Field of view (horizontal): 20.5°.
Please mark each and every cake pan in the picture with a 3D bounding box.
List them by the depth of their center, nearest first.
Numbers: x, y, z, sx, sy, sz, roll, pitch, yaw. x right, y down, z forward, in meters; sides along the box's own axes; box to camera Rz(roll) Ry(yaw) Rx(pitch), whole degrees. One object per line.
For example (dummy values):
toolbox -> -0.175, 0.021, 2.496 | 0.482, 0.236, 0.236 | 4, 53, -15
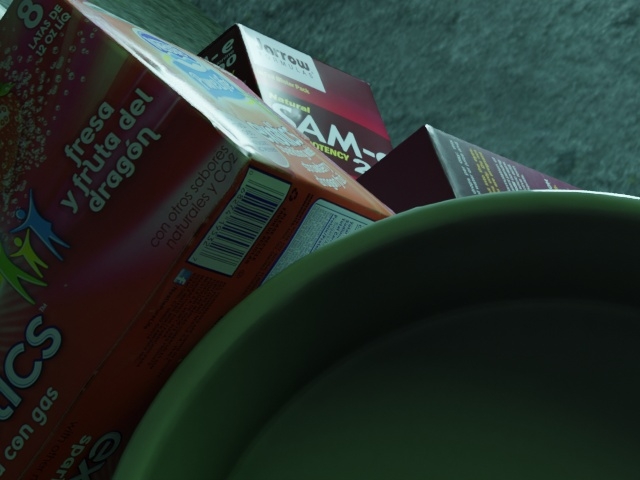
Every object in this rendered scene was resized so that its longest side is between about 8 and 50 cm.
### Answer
cake pan -> 0.071, 0.123, 0.561 | 0.293, 0.293, 0.054 | 40, -15, 24

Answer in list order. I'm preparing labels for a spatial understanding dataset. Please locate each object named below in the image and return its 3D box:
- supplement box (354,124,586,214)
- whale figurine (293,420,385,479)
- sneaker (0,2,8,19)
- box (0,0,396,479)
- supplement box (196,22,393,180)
supplement box -> 0.089, 0.018, 0.958 | 0.188, 0.104, 0.081 | 18, 44, -47
whale figurine -> 0.004, 0.137, 0.757 | 0.141, 0.216, 0.272 | 30, -10, -3
sneaker -> -0.221, -0.064, 1.162 | 0.384, 0.145, 0.147 | 36, 10, 7
box -> -0.107, 0.050, 0.660 | 0.122, 0.257, 0.128 | 40, 10, 27
supplement box -> 0.000, 0.000, 1.034 | 0.130, 0.073, 0.239 | 19, 42, -46
